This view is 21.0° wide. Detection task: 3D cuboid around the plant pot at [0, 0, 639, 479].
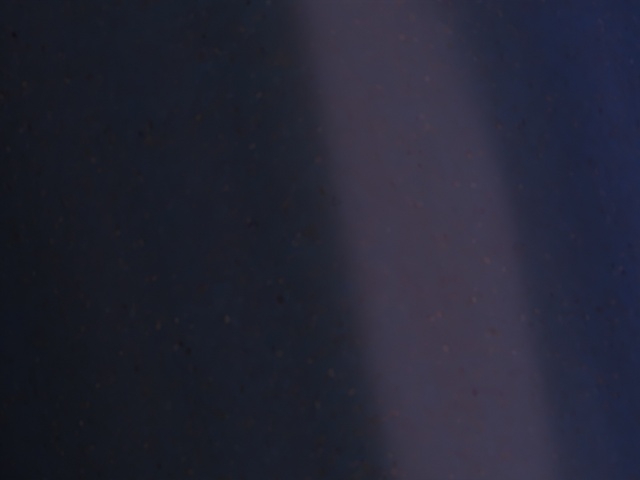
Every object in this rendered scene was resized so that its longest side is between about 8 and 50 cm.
[{"bbox_3d":[0.000,0.000,0.544,0.341,0.341,0.334,-5,68,-23],"label":"plant pot"}]
